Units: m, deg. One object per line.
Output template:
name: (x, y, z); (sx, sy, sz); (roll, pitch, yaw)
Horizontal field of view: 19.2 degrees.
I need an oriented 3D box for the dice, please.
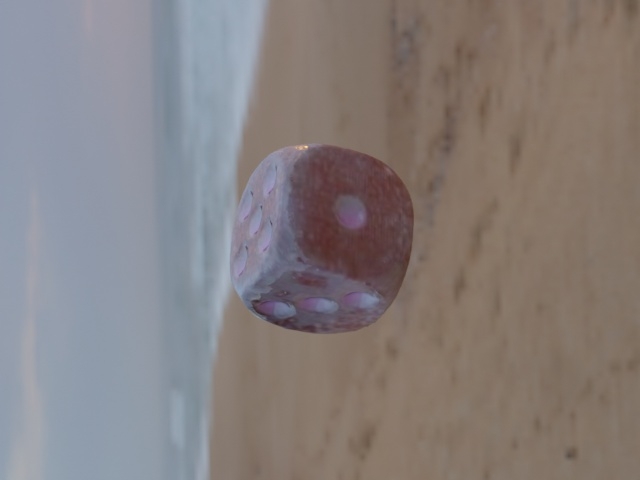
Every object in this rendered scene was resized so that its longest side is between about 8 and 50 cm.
dice: (0.000, 0.000, 1.181); (0.091, 0.093, 0.094); (138, 143, -56)
